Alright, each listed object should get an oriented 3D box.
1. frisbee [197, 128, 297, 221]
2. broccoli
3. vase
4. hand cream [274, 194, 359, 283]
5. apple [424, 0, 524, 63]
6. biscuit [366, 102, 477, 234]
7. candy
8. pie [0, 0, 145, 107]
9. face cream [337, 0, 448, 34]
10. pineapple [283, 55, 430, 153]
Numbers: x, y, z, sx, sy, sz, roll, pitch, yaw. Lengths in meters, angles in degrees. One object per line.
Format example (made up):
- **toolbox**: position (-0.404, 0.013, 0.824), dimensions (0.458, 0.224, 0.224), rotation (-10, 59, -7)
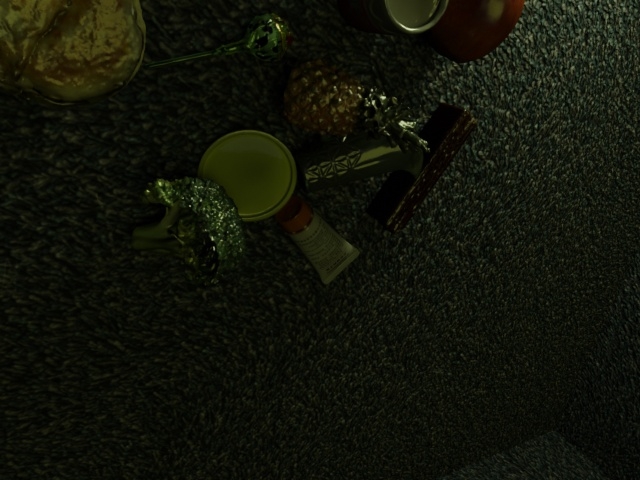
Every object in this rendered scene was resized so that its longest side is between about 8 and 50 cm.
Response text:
- **frisbee**: position (-0.170, -0.149, 1.092), dimensions (0.236, 0.017, 0.236), rotation (-8, 122, -12)
- **broccoli**: position (-0.297, -0.015, 1.002), dimensions (0.243, 0.247, 0.263), rotation (-9, 162, 17)
- **vase**: position (0.079, -0.226, 1.153), dimensions (0.301, 0.156, 0.251), rotation (-22, 97, -11)
- **hand cream**: position (0.000, 0.000, 1.256), dimensions (0.140, 0.089, 0.314), rotation (-41, 132, -3)
- **apple**: position (0.349, -0.539, 1.089), dimensions (0.230, 0.230, 0.230), rotation (-13, 121, -23)
- **biscuit**: position (0.276, -0.198, 1.290), dimensions (0.073, 0.107, 0.388), rotation (28, 100, -37)
- **candy**: position (-0.207, -0.393, 0.942), dimensions (0.305, 0.083, 0.091), rotation (-17, 125, -12)
- **pie**: position (-0.469, -0.379, 0.775), dimensions (0.339, 0.077, 0.339), rotation (-14, 126, -19)
- **face cream**: position (0.151, -0.530, 0.982), dimensions (0.175, 0.195, 0.175), rotation (-13, 121, -22)
- **pineapple**: position (0.092, -0.284, 1.024), dimensions (0.340, 0.169, 0.169), rotation (19, 108, 0)
